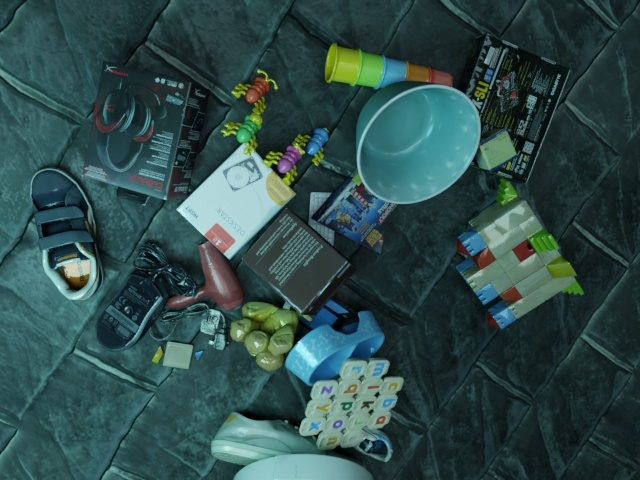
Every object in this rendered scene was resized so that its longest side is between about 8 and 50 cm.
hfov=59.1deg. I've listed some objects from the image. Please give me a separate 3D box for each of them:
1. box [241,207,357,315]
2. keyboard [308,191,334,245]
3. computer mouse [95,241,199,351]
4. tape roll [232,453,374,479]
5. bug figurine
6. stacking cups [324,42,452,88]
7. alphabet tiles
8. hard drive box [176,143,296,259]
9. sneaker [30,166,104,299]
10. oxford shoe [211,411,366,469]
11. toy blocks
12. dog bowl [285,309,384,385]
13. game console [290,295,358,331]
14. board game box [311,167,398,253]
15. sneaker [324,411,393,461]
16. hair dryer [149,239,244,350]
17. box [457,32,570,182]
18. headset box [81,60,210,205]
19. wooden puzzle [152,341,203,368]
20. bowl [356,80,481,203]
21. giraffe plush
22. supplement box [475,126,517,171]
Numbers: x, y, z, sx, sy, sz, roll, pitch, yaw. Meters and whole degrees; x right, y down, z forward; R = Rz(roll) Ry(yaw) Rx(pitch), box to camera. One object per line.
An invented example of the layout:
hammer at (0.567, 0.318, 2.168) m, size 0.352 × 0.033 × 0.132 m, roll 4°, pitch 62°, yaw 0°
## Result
box at (-0.047, 0.056, 1.378) m, size 0.203 × 0.167 × 0.168 m, roll 42°, pitch 91°, yaw 13°
keyboard at (0.000, 0.000, 1.495) m, size 0.072 × 0.014 × 0.255 m, roll 2°, pitch 102°, yaw -12°
computer mouse at (-0.440, 0.159, 1.402) m, size 0.188 × 0.072 × 0.272 m, roll 39°, pitch 88°, yaw 9°
tape roll at (-0.045, 0.682, 1.499) m, size 0.393 × 0.072 × 0.391 m, roll 0°, pitch 134°, yaw 0°
bug figurine at (-0.099, -0.265, 1.349) m, size 0.279 × 0.072 × 0.216 m, roll 38°, pitch 55°, yaw -17°
stacking cups at (0.175, -0.419, 1.400) m, size 0.317 × 0.096 × 0.095 m, roll 4°, pitch 101°, yaw -13°
alphabet tiles at (0.083, 0.429, 1.480) m, size 0.278 × 0.021 × 0.283 m, roll 5°, pitch 112°, yaw -29°
hard drive box at (-0.207, -0.101, 1.393) m, size 0.232 × 0.089 × 0.181 m, roll -45°, pitch 106°, yaw 1°
sneaker at (-0.590, -0.013, 1.316) m, size 0.126 × 0.127 × 0.320 m, roll -17°, pitch 103°, yaw -6°
oxford shoe at (-0.073, 0.565, 1.541) m, size 0.450 × 0.169 × 0.130 m, roll 20°, pitch 54°, yaw -16°
toy blocks at (0.500, 0.062, 1.542) m, size 0.261 × 0.190 × 0.381 m, roll -35°, pitch 108°, yaw 9°
dog bowl at (0.049, 0.279, 1.448) m, size 0.297 × 0.074 × 0.165 m, roll -12°, pitch 138°, yaw -43°
game console at (0.009, 0.197, 1.505) m, size 0.144 × 0.124 × 0.085 m, roll 36°, pitch 66°, yaw -17°
board game box at (0.112, -0.067, 1.477) m, size 0.194 × 0.060 × 0.194 m, roll 42°, pitch 86°, yaw -20°
sneaker at (0.108, 0.550, 1.598) m, size 0.237 × 0.086 × 0.085 m, roll 31°, pitch 96°, yaw -15°
hair dryer at (-0.306, 0.139, 1.428) m, size 0.224 × 0.080 × 0.293 m, roll 15°, pitch 98°, yaw -14°
box at (0.476, -0.340, 1.488) m, size 0.257 × 0.079 × 0.321 m, roll 16°, pitch 98°, yaw -12°
headset box at (-0.396, -0.229, 1.279) m, size 0.218 × 0.110 × 0.293 m, roll 17°, pitch 99°, yaw 10°
wooden puzzle at (-0.375, 0.301, 1.484) m, size 0.117 × 0.014 × 0.078 m, roll 18°, pitch 102°, yaw -14°
bowl at (0.211, -0.260, 1.376) m, size 0.312 × 0.163 × 0.311 m, roll -10°, pitch 129°, yaw -13°
giraffe plush at (-0.127, 0.258, 1.457) m, size 0.182 × 0.210 × 0.170 m, roll 27°, pitch 127°, yaw 24°
supplement box at (0.438, -0.231, 1.435) m, size 0.083 × 0.056 × 0.083 m, roll -30°, pitch 106°, yaw -3°
